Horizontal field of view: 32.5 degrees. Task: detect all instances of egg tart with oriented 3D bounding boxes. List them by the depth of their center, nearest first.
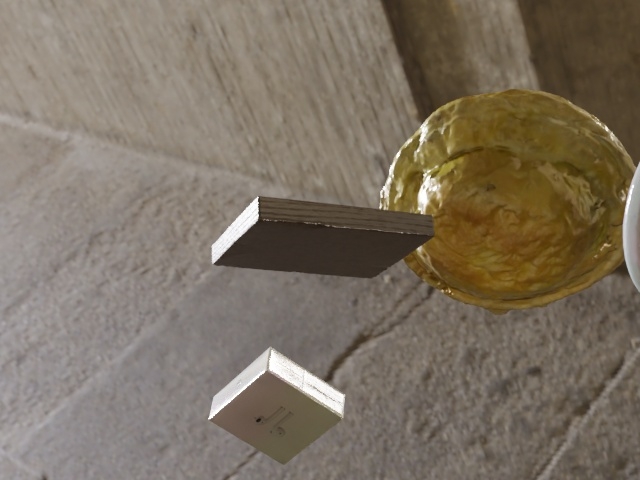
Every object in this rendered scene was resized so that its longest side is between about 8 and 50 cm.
[{"bbox_3d":[0.216,-0.024,1.294,0.318,0.319,0.128,-7,30,23],"label":"egg tart"}]

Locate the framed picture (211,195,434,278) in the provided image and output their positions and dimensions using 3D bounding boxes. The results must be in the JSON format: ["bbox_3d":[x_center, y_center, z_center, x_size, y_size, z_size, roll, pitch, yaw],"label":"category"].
[{"bbox_3d":[0.000,0.000,1.000,0.168,0.128,0.023,5,69,-23],"label":"framed picture"}]

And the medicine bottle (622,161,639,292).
[{"bbox_3d":[0.459,-0.003,0.988,0.202,0.202,0.315,-43,34,-26],"label":"medicine bottle"}]

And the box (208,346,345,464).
[{"bbox_3d":[-0.058,0.223,1.473,0.129,0.130,0.051,-43,22,30],"label":"box"}]
